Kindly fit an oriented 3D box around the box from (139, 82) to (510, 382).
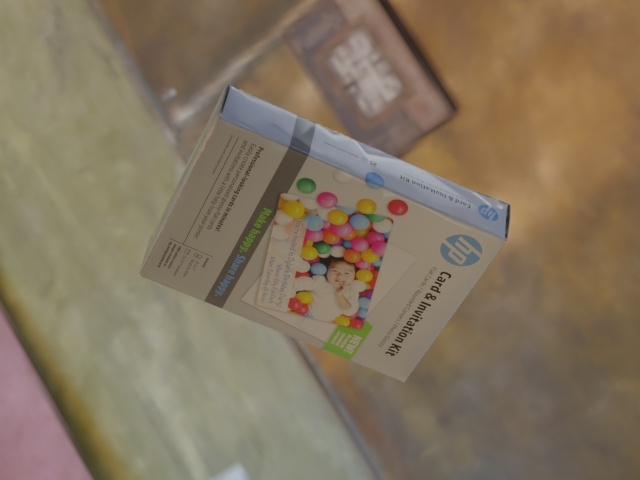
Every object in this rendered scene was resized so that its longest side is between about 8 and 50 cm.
[{"bbox_3d":[0.000,0.000,1.013,0.038,0.186,0.145,-79,16,-47],"label":"box"}]
